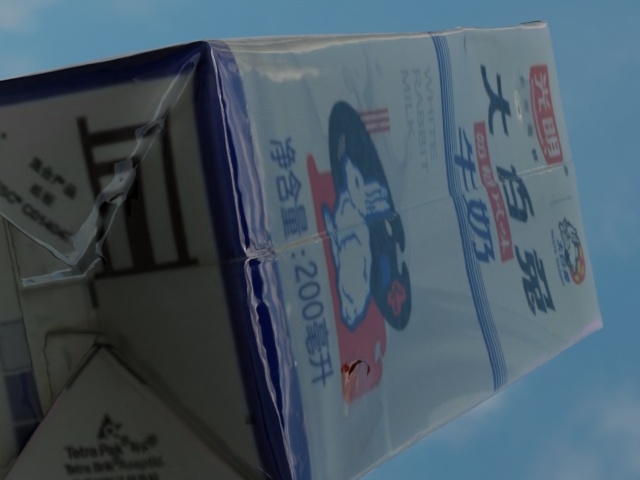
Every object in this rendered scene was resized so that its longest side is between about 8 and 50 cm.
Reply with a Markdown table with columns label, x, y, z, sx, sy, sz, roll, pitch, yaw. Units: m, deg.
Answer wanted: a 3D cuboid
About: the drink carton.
| label | x | y | z | sx | sy | sz | roll | pitch | yaw |
| --- | --- | --- | --- | --- | --- | --- | --- | --- | --- |
| drink carton | 0.000 | 0.000 | 0.635 | 0.106 | 0.131 | 0.315 | -8 | -177 | 24 |
